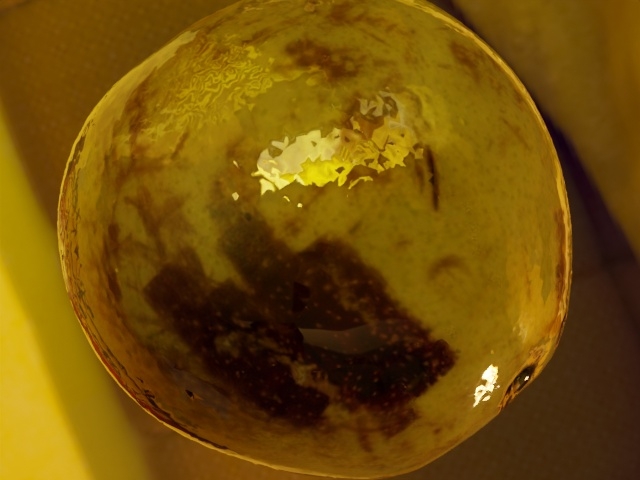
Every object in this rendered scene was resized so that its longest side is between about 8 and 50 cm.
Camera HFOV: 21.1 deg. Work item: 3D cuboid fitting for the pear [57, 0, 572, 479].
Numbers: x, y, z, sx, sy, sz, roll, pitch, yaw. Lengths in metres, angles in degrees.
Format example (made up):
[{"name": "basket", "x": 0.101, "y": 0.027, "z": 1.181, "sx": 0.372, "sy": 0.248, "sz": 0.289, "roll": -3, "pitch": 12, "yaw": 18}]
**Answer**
[{"name": "pear", "x": 0.000, "y": 0.000, "z": 0.930, "sx": 0.283, "sy": 0.283, "sz": 0.283, "roll": 58, "pitch": 163, "yaw": 30}]
